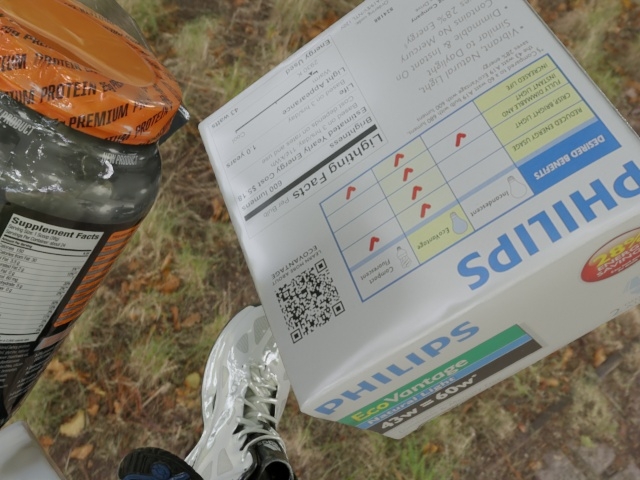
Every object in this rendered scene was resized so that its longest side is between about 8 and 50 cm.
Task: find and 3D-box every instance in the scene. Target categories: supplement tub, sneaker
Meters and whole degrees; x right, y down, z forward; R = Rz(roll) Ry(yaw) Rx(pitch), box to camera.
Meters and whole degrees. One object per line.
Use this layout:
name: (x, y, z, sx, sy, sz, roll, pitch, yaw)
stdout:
supplement tub: (-0.260, -0.014, 0.541, 0.207, 0.338, 0.207, 33, 19, -13)
sneaker: (-0.087, 0.298, 1.139, 0.169, 0.257, 0.447, 31, 62, -28)
sneaker: (-0.117, 0.279, 0.625, 0.211, 0.081, 0.080, 54, 29, 7)

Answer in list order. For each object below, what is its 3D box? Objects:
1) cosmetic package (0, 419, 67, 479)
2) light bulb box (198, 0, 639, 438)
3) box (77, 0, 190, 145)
cosmetic package: (-0.276, 0.416, 0.569, 0.329, 0.327, 0.394, -32, 101, -26)
light bulb box: (0.111, -0.046, 0.737, 0.225, 0.358, 0.361, 35, 26, -54)
box: (-0.587, -0.428, 1.520, 0.472, 0.297, 0.480, 41, 12, -48)
